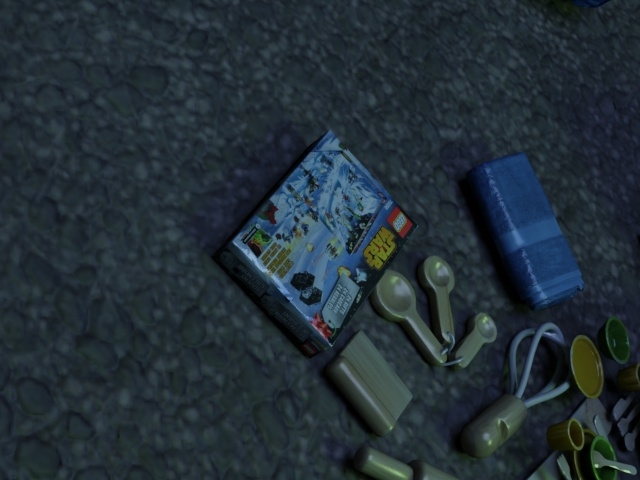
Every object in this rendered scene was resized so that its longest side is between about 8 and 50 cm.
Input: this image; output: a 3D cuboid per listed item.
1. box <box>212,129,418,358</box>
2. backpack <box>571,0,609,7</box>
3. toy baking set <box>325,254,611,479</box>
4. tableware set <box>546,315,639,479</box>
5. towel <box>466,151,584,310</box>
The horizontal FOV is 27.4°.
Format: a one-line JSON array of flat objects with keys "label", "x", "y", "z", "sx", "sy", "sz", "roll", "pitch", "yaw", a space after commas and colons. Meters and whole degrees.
[{"label": "box", "x": 0.000, "y": 0.000, "z": 0.872, "sx": 0.094, "sy": 0.027, "sz": 0.137, "roll": 47, "pitch": 46, "yaw": -8}, {"label": "backpack", "x": 0.227, "y": -0.263, "z": 1.159, "sx": 0.120, "sy": 0.098, "sz": 0.101, "roll": 46, "pitch": 75, "yaw": -11}, {"label": "toy baking set", "x": 0.116, "y": 0.115, "z": 0.905, "sx": 0.256, "sy": 0.030, "sz": 0.196, "roll": 33, "pitch": 50, "yaw": -22}, {"label": "tableware set", "x": 0.206, "y": 0.121, "z": 0.957, "sx": 0.154, "sy": 0.024, "sz": 0.104, "roll": -32, "pitch": 102, "yaw": -52}, {"label": "towel", "x": 0.155, "y": -0.006, "z": 1.004, "sx": 0.067, "sy": 0.029, "sz": 0.119, "roll": -14, "pitch": 77, "yaw": -43}]
